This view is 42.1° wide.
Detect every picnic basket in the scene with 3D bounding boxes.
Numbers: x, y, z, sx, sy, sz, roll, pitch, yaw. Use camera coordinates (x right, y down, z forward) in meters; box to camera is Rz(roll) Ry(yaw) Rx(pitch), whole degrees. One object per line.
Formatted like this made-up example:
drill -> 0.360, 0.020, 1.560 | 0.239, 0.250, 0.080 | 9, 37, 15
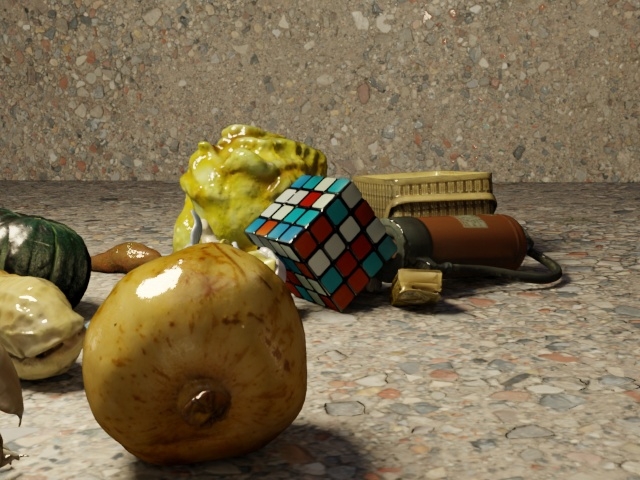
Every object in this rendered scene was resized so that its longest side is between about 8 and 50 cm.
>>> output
picnic basket -> 0.208, -0.051, 1.734 | 0.228, 0.175, 0.313 | -4, 6, -13

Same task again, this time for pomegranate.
pomegranate -> -0.112, 0.114, 0.781 | 0.215, 0.215, 0.215 | -1, 10, 0

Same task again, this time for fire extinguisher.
fire extinguisher -> 0.273, 0.033, 1.464 | 0.376, 0.113, 0.200 | -4, 49, -35

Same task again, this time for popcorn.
popcorn -> -0.101, -0.057, 1.517 | 0.321, 0.290, 0.325 | 0, 38, -19

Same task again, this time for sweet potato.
sweet potato -> -0.392, 0.033, 1.637 | 0.226, 0.068, 0.068 | 2, 10, 22

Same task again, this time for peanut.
peanut -> -0.403, 0.102, 1.065 | 0.290, 0.130, 0.130 | 6, 12, 39

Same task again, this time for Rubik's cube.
Rubik's cube -> 0.000, 0.000, 1.341 | 0.151, 0.155, 0.154 | -47, 30, -19

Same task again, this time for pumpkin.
pumpkin -> -0.467, 0.037, 1.292 | 0.221, 0.161, 0.220 | 20, -1, 0

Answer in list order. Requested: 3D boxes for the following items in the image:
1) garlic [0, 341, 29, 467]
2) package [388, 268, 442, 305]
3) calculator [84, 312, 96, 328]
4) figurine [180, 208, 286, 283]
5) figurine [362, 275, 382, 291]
garlic -> -0.385, 0.125, 0.685 | 0.237, 0.291, 0.210 | -31, 29, -17
package -> 0.148, 0.081, 1.319 | 0.071, 0.047, 0.131 | 1, -16, -5
calculator -> -0.230, 0.119, 1.185 | 0.210, 0.039, 0.121 | -7, 13, -33
figurine -> -0.144, 0.048, 1.277 | 0.184, 0.128, 0.208 | 9, -23, 45
figurine -> 0.050, 0.057, 1.461 | 0.129, 0.054, 0.072 | 8, 9, 35
